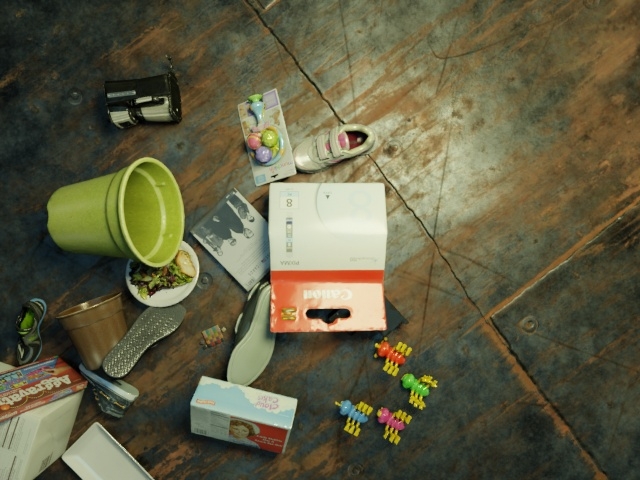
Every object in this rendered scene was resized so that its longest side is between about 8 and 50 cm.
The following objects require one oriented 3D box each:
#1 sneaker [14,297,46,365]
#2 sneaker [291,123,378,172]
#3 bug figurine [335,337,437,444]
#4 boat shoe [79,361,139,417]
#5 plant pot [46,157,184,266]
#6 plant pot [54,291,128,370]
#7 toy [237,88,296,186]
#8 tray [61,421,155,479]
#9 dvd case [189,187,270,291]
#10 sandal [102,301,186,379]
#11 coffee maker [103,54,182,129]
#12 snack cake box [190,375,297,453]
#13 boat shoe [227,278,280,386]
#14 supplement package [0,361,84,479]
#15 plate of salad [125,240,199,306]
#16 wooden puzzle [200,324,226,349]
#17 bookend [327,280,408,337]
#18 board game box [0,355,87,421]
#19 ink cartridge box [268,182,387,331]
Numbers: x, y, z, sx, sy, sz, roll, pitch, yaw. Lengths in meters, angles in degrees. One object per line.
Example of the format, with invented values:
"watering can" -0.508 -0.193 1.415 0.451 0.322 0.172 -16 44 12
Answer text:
"sneaker" -0.814 0.254 1.201 0.067 0.078 0.188 9 91 0
"sneaker" 0.038 -0.260 1.178 0.252 0.111 0.103 -21 90 1
"bug figurine" 0.183 0.421 1.203 0.216 0.072 0.279 36 86 -6
"boat shoe" -0.606 0.416 1.208 0.183 0.065 0.083 34 89 -1
"plant pot" -0.536 -0.062 1.127 0.253 0.276 0.276 -4 90 12
"plant pot" -0.593 0.245 1.168 0.166 0.167 0.165 -17 99 0
"toy" -0.160 -0.281 1.185 0.136 0.056 0.238 -13 87 27
"tray" -0.583 0.651 1.227 0.145 0.030 0.270 -45 90 0
"dvd case" -0.222 -0.002 1.222 0.179 0.029 0.239 -44 91 0
"sandal" -0.472 0.258 1.162 0.097 0.054 0.254 41 54 4
"coffee maker" -0.483 -0.398 1.190 0.178 0.120 0.171 -6 67 -1
"snack cake box" -0.206 0.467 1.160 0.264 0.089 0.152 14 128 0
"boat shoe" -0.180 0.252 1.197 0.114 0.091 0.303 27 89 -31
"supplement package" -0.824 0.477 1.142 0.262 0.199 0.198 18 91 0
"plate of salad" -0.438 0.082 1.197 0.199 0.048 0.200 1 76 -4
"wooden puzzle" -0.305 0.272 1.235 0.083 0.006 0.049 -24 90 0
"bookend" 0.130 0.215 1.200 0.156 0.072 0.157 -43 90 0
"board game box" -0.758 0.374 1.086 0.145 0.281 0.027 26 105 23
"ink cartridge box" 0.019 0.037 1.132 0.307 0.091 0.385 0 72 -4
